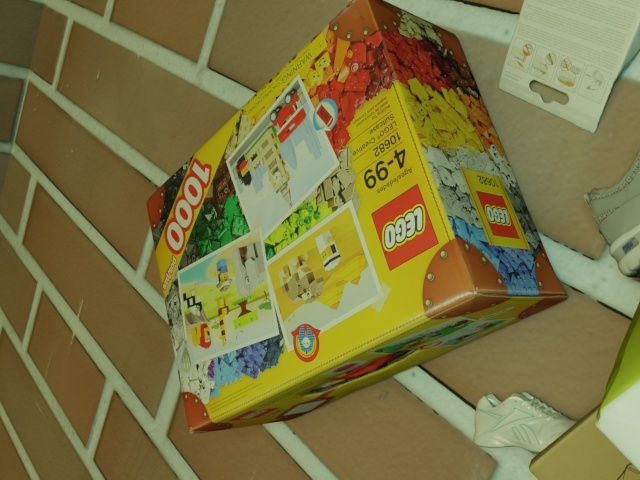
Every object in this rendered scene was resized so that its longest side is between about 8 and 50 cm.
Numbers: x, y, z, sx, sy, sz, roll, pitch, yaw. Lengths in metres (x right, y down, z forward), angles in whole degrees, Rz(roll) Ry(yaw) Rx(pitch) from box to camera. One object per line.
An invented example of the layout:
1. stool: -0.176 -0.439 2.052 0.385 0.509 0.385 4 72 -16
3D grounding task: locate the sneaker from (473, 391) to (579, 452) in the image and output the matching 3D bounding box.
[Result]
1. sneaker: 0.230 0.197 0.740 0.152 0.054 0.061 -11 76 46

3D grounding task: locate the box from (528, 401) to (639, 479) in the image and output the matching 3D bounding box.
1. box: 0.320 0.214 0.628 0.164 0.021 0.201 45 120 15

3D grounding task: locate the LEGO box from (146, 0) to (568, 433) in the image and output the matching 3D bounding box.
1. LEGO box: 0.000 0.000 0.896 0.500 0.193 0.372 -35 62 39

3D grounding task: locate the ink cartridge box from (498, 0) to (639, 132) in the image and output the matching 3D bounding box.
1. ink cartridge box: 0.285 -0.229 0.744 0.145 0.045 0.179 40 133 40

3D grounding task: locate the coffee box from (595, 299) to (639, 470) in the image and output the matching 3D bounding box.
1. coffee box: 0.393 0.047 0.311 0.334 0.338 0.337 47 121 13

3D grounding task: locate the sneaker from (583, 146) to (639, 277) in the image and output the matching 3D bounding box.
1. sneaker: 0.348 -0.091 0.604 0.281 0.105 0.115 -50 54 32
